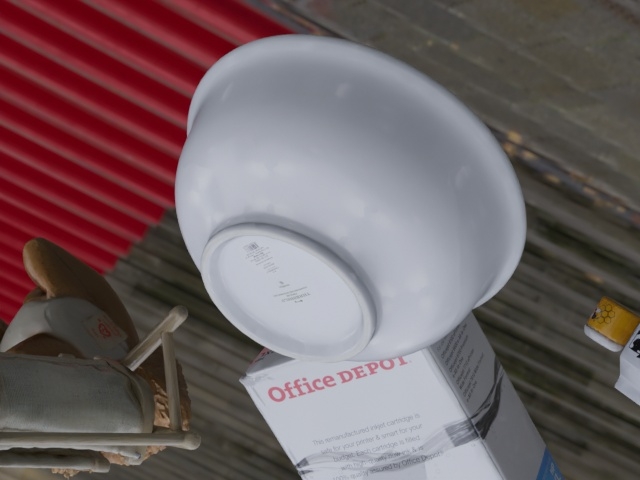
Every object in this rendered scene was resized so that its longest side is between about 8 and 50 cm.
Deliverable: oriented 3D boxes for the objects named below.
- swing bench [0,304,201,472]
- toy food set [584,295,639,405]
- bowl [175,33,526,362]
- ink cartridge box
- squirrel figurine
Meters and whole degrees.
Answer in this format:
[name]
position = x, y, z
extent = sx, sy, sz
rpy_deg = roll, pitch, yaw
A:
[swing bench]
position = -0.306, 0.163, 1.283
extent = 0.253, 0.165, 0.254
rpy_deg = 10, 156, -42
[toy food set]
position = 0.305, 0.148, 1.034
extent = 0.111, 0.104, 0.232
rpy_deg = 25, -171, -39
[bowl]
position = 0.000, 0.000, 0.941
extent = 0.297, 0.134, 0.298
rpy_deg = 17, 140, 15
[ink cartridge box]
position = 0.096, 0.210, 1.299
extent = 0.223, 0.129, 0.307
rpy_deg = -21, 108, 32
[squirrel figurine]
position = -0.407, 0.254, 1.785
extent = 0.397, 0.370, 0.281
rpy_deg = 32, -152, -34
